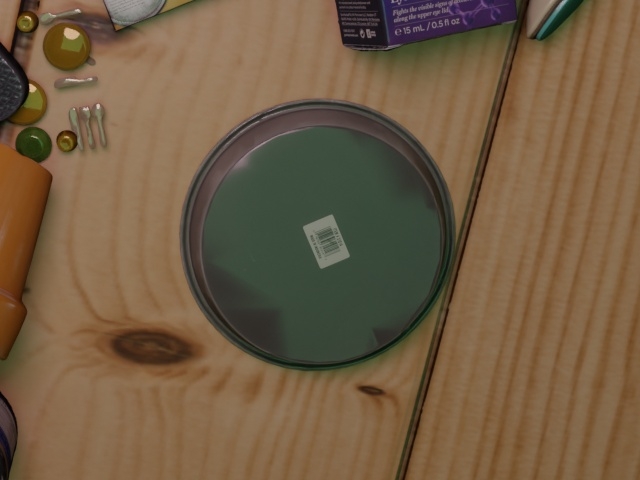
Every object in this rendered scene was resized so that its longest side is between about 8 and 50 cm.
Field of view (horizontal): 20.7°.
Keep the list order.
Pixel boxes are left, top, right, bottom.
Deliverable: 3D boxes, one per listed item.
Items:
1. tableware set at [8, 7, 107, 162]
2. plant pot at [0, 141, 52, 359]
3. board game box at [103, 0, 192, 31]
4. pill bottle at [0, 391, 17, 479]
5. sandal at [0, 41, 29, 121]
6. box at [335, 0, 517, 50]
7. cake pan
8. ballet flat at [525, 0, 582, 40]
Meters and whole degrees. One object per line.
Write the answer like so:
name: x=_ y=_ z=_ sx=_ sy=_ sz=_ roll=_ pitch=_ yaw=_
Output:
tableware set: x=-0.278 y=-0.159 z=1.790 sx=0.104 sy=0.024 sz=0.154 roll=-10 pitch=103 yaw=0
plant pot: x=-0.362 y=-0.009 z=1.732 sx=0.205 sy=0.205 sz=0.188 roll=27 pitch=82 yaw=-10
board game box: x=-0.124 y=-0.331 z=1.760 sx=0.243 sy=0.042 sz=0.165 roll=-21 pitch=102 yaw=-1
pill bottle: x=-0.366 y=0.205 z=1.748 sx=0.123 sy=0.219 sz=0.123 roll=-1 pitch=100 yaw=-6
sandal: x=-0.385 y=-0.231 z=1.753 sx=0.097 sy=0.054 sz=0.254 roll=-26 pitch=104 yaw=11
box: x=0.093 y=-0.303 z=1.733 sx=0.153 sy=0.108 sz=0.207 roll=-15 pitch=104 yaw=-22
cake pan: x=0.000 y=0.000 z=1.830 sx=0.293 sy=0.054 sz=0.293 roll=-1 pitch=100 yaw=-6
ballet flat: x=0.282 y=-0.313 z=1.793 sx=0.248 sy=0.086 sz=0.086 roll=-44 pitch=101 yaw=2
